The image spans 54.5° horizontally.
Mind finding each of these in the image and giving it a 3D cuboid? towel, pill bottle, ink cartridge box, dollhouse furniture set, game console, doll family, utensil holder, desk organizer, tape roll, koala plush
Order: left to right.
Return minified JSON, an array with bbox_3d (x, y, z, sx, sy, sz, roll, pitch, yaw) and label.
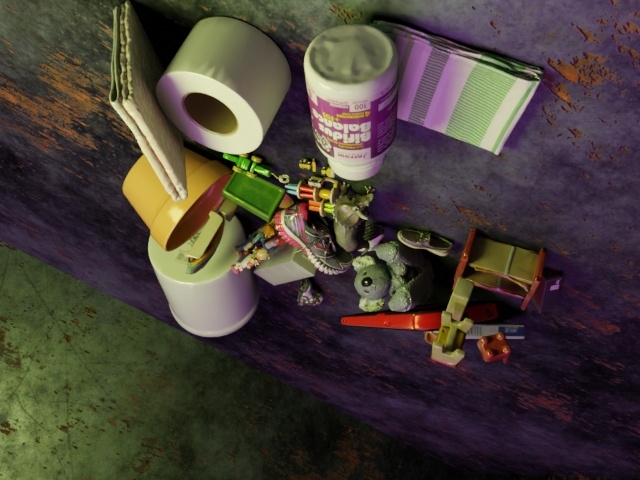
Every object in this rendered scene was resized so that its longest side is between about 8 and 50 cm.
[{"bbox_3d":[-0.373,-0.299,1.366,0.053,0.331,0.317,-15,145,3],"label":"towel"},{"bbox_3d":[-0.381,0.099,2.085,0.328,0.327,0.385,17,150,10],"label":"utensil holder"},{"bbox_3d":[-0.204,-0.328,1.333,0.246,0.169,0.246,18,153,9],"label":"tape roll"},{"bbox_3d":[-0.240,-0.021,1.739,0.151,0.301,0.197,28,161,-1],"label":"dollhouse furniture set"},{"bbox_3d":[-0.171,-0.011,1.863,0.163,0.263,0.118,-28,97,38],"label":"doll family"},{"bbox_3d":[0.065,-0.251,1.206,0.169,0.169,0.301,15,154,14],"label":"pill bottle"},{"bbox_3d":[0.192,0.115,1.789,0.221,0.196,0.203,-19,170,36],"label":"koala plush"},{"bbox_3d":[0.307,0.229,1.865,0.387,0.060,0.342,-1,173,-45],"label":"game console"},{"bbox_3d":[0.234,-0.292,1.215,0.325,0.038,0.248,20,154,6],"label":"towel"},{"bbox_3d":[0.476,0.272,1.926,0.223,0.045,0.224,3,176,-16],"label":"ink cartridge box"},{"bbox_3d":[0.415,0.170,1.552,0.201,0.374,0.152,18,148,12],"label":"dollhouse furniture set"},{"bbox_3d":[0.611,0.132,1.682,0.047,0.050,0.130,-12,133,-5],"label":"desk organizer"}]

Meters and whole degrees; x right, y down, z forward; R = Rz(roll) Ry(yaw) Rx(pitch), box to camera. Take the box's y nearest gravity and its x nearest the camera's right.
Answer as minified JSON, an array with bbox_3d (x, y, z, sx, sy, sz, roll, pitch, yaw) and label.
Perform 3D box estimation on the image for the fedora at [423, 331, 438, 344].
[{"bbox_3d":[0.409,0.314,2.134,0.194,0.079,0.194,18,152,10],"label":"fedora"}]

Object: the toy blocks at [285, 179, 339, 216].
[{"bbox_3d":[-0.017,-0.114,1.706,0.148,0.054,0.123,12,153,23],"label":"toy blocks"}]

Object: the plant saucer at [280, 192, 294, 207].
[{"bbox_3d":[-0.117,-0.119,1.816,0.084,0.013,0.083,18,153,10],"label":"plant saucer"}]

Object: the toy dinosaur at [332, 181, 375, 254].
[{"bbox_3d":[0.077,-0.047,1.626,0.121,0.160,0.313,19,144,10],"label":"toy dinosaur"}]

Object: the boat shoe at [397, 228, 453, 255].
[{"bbox_3d":[0.286,-0.004,1.686,0.152,0.056,0.049,16,149,-7],"label":"boat shoe"}]

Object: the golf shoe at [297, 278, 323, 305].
[{"bbox_3d":[-0.033,0.187,2.258,0.094,0.077,0.198,10,159,0],"label":"golf shoe"}]

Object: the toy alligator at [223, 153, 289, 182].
[{"bbox_3d":[-0.170,-0.198,1.678,0.190,0.056,0.051,21,-165,0],"label":"toy alligator"}]

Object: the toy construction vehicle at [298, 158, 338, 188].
[{"bbox_3d":[-0.003,-0.176,1.614,0.098,0.035,0.085,11,140,16],"label":"toy construction vehicle"}]

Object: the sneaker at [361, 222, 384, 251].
[{"bbox_3d":[0.148,-0.005,1.794,0.075,0.057,0.161,17,156,-28],"label":"sneaker"}]

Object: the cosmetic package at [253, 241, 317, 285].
[{"bbox_3d":[-0.101,0.058,2.004,0.107,0.127,0.238,35,152,-23],"label":"cosmetic package"}]

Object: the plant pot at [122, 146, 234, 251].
[{"bbox_3d":[-0.408,-0.141,1.736,0.203,0.291,0.291,40,152,2],"label":"plant pot"}]

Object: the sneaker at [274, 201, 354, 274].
[{"bbox_3d":[0.000,0.000,1.838,0.112,0.120,0.299,-28,132,32],"label":"sneaker"}]
